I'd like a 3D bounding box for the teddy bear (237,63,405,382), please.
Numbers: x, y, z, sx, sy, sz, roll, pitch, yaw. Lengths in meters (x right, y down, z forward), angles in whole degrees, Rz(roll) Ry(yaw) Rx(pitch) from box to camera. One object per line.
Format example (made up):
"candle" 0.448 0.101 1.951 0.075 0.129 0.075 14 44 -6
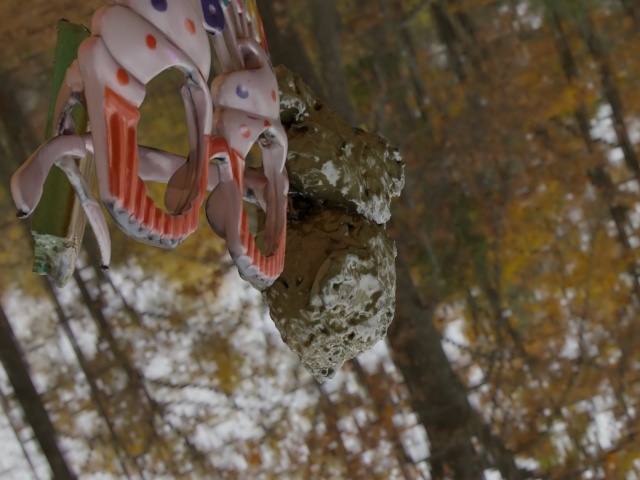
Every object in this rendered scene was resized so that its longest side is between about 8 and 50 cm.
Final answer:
"teddy bear" 0.000 0.000 1.338 0.156 0.267 0.256 1 -124 4

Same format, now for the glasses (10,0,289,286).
"glasses" -0.075 -0.069 0.621 0.095 0.162 0.255 2 171 15

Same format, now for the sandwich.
"sandwich" -0.287 -0.089 1.603 0.063 0.245 0.212 6 -132 -6
